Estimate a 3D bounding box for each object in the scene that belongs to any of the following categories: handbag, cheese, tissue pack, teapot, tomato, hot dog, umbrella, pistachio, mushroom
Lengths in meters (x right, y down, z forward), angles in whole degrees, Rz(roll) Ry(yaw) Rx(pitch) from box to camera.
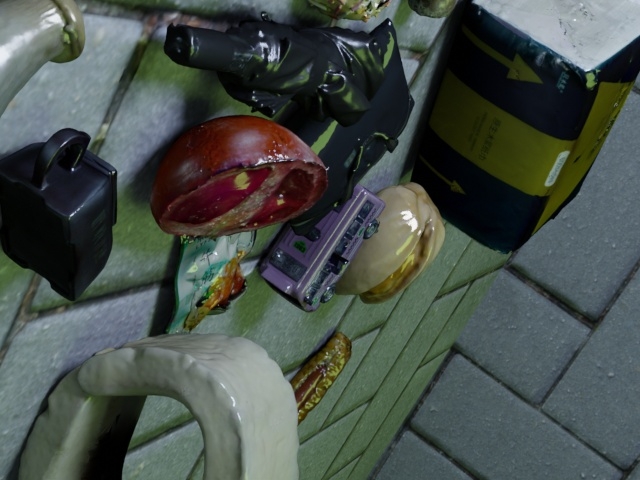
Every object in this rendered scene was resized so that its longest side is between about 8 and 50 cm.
[{"bbox_3d":[0.027,-0.132,1.243,0.254,0.088,0.211,-51,156,-6],"label":"handbag"},{"bbox_3d":[-0.183,0.258,1.126,0.153,0.292,0.332,-6,118,-66],"label":"cheese"},{"bbox_3d":[0.333,-0.223,1.571,0.264,0.253,0.417,-40,156,-36],"label":"tissue pack"},{"bbox_3d":[-0.213,-0.031,0.841,0.096,0.087,0.177,-47,161,-35],"label":"teapot"},{"bbox_3d":[-0.089,-0.075,1.010,0.189,0.099,0.173,-1,154,-48],"label":"tomato"},{"bbox_3d":[-0.034,0.302,1.907,0.289,0.068,0.083,-53,169,-7],"label":"hot dog"},{"bbox_3d":[-0.038,-0.178,0.982,0.340,0.118,0.118,-4,128,-61],"label":"umbrella"},{"bbox_3d":[0.106,0.010,1.623,0.229,0.157,0.157,-55,163,23],"label":"pistachio"},{"bbox_3d":[-0.256,-0.067,0.649,0.270,0.103,0.118,-57,162,-7],"label":"mushroom"}]

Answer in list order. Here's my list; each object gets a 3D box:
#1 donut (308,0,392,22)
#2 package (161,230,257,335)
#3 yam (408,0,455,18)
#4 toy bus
[{"bbox_3d":[0.057,-0.305,1.034,0.174,0.068,0.175,-46,159,-23],"label":"donut"},{"bbox_3d":[-0.133,0.039,1.234,0.166,0.040,0.232,-32,151,-47],"label":"package"},{"bbox_3d":[0.177,-0.397,1.179,0.061,0.061,0.274,-33,152,-48],"label":"yam"},{"bbox_3d":[0.000,0.000,1.399,0.199,0.096,0.108,-56,158,1],"label":"toy bus"}]
